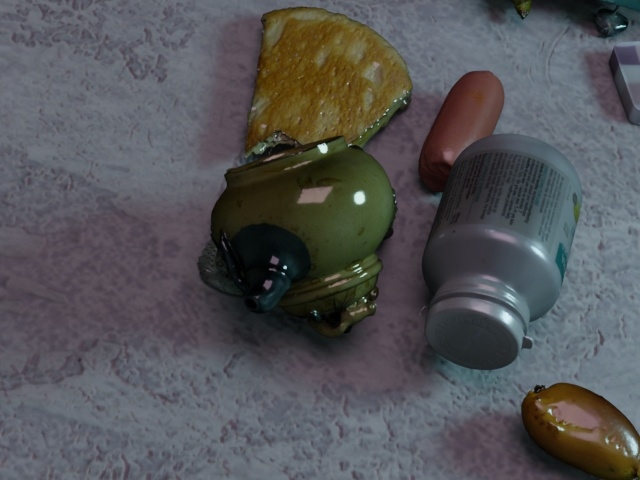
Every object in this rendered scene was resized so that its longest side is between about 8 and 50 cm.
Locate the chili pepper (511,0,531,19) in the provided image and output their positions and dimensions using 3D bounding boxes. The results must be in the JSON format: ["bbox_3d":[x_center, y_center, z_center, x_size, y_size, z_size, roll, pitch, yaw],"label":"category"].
[{"bbox_3d":[0.209,-0.337,1.866,0.043,0.049,0.208,-36,61,15],"label":"chili pepper"}]

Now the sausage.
[{"bbox_3d":[0.149,-0.117,1.672,0.062,0.062,0.154,22,52,8],"label":"sausage"}]

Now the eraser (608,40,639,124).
[{"bbox_3d":[0.363,-0.175,1.776,0.065,0.026,0.105,-5,54,-10],"label":"eraser"}]

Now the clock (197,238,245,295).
[{"bbox_3d":[-0.080,0.019,1.562,0.074,0.010,0.083,22,52,9],"label":"clock"}]

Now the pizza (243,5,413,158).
[{"bbox_3d":[0.003,-0.147,1.689,0.181,0.034,0.262,14,51,2],"label":"pizza"}]

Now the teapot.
[{"bbox_3d":[0.000,0.000,1.510,0.269,0.173,0.182,-27,100,-56],"label":"teapot"}]

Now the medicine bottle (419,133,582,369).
[{"bbox_3d":[0.169,0.013,1.528,0.135,0.135,0.215,17,52,4],"label":"medicine bottle"}]

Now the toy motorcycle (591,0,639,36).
[{"bbox_3d":[0.313,-0.339,1.848,0.296,0.109,0.198,13,41,-14],"label":"toy motorcycle"}]

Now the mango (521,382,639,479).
[{"bbox_3d":[0.241,0.178,1.460,0.127,0.063,0.077,31,49,8],"label":"mango"}]
